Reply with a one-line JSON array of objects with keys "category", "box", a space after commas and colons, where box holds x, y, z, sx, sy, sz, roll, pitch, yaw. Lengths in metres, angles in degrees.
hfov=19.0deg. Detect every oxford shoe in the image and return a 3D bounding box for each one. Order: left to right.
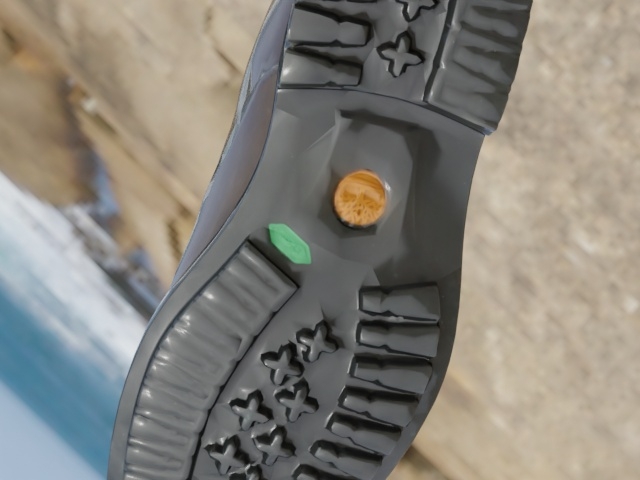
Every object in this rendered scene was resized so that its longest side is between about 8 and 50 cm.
[{"category": "oxford shoe", "box": [0.000, 0.000, 0.559, 0.083, 0.227, 0.096, 22, -171, -9]}]
